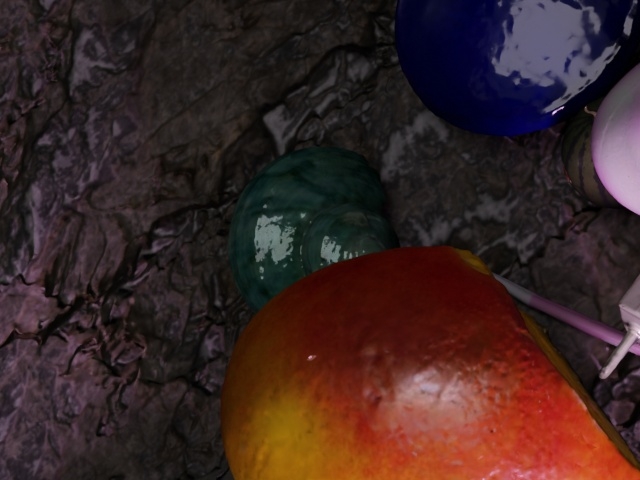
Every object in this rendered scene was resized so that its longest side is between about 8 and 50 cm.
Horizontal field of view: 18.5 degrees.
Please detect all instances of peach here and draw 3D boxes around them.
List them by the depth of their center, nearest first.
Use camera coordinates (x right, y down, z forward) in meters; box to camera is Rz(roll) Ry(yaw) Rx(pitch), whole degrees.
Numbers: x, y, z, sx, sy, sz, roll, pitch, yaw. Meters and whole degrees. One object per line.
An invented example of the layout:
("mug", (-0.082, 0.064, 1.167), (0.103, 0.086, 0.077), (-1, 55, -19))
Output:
("peach", (0.091, 0.179, 1.770), (0.380, 0.242, 0.306), (-15, 61, 22))

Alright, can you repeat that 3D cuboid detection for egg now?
("egg", (0.368, -0.100, 1.721), (0.196, 0.271, 0.196), (-178, 90, -64))

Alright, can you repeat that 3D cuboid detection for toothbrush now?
("toothbrush", (0.219, 0.067, 1.871), (0.286, 0.020, 0.025), (24, 90, 33))

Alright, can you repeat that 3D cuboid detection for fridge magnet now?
("fridge magnet", (0.199, -0.225, 1.932), (0.265, 0.113, 0.265), (-9, 69, 25))

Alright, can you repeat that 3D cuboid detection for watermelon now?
("watermelon", (0.272, -0.090, 1.834), (0.105, 0.133, 0.105), (-15, 51, 20))

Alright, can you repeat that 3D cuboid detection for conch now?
("conch", (0.001, 0.001, 1.940), (0.202, 0.134, 0.196), (29, 88, 33))

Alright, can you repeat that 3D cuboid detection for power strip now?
("power strip", (0.306, 0.058, 1.778), (0.042, 0.075, 0.175), (30, 74, 32))

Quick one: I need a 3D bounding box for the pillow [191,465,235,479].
("pillow", (-0.150, 0.322, 1.950), (0.255, 0.059, 0.169), (-31, 64, 14))
